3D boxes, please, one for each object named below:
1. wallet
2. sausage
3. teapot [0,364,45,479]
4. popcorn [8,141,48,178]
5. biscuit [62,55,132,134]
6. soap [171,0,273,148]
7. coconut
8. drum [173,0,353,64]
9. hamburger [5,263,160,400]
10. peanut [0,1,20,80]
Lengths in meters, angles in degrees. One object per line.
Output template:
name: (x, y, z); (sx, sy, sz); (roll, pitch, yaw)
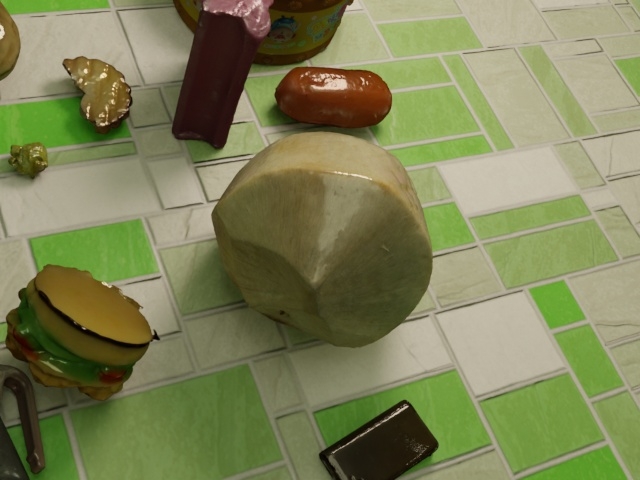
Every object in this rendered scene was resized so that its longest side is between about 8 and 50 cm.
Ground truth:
wallet: (0.104, 0.366, 1.494); (0.198, 0.031, 0.110); (-25, 69, -30)
sausage: (0.032, -0.308, 1.855); (0.258, 0.133, 0.133); (2, 57, -19)
teapot: (-0.535, 0.274, 1.223); (0.300, 0.253, 0.344); (21, 39, -48)
popcorn: (-0.541, -0.155, 1.599); (0.083, 0.059, 0.068); (30, 80, 30)
biscuit: (-0.438, -0.288, 1.719); (0.118, 0.061, 0.183); (-15, 66, -29)
soap: (-0.186, -0.381, 1.680); (0.128, 0.359, 0.233); (15, 55, -11)
coconut: (0.000, 0.000, 1.507); (0.415, 0.344, 0.415); (7, 30, -4)
drum: (-0.126, -0.619, 1.951); (0.431, 0.214, 0.431); (8, 56, -12)
hamburger: (-0.393, 0.153, 1.364); (0.237, 0.149, 0.237); (34, 12, -8)
peanut: (-0.729, -0.439, 1.655); (0.192, 0.169, 0.387); (-44, 72, -6)
